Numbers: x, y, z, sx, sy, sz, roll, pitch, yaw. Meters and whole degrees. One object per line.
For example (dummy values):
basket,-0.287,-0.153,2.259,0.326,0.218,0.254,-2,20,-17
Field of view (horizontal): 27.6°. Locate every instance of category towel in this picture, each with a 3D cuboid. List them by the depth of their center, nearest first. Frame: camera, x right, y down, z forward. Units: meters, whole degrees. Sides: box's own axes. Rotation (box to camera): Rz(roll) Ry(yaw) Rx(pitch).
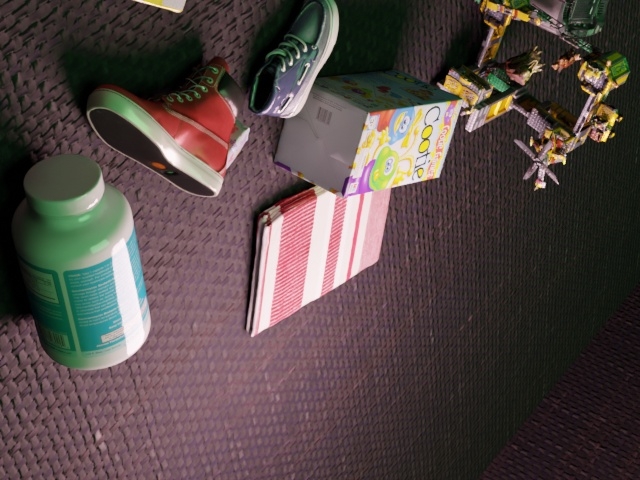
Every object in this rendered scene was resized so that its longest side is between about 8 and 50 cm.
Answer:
towel,0.000,0.000,2.165,0.329,0.037,0.237,-30,139,-42

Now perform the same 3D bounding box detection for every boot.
boot,-0.193,-0.183,1.679,0.244,0.088,0.176,35,65,-50
boot,-0.039,-0.261,1.851,0.086,0.069,0.190,-9,123,-58

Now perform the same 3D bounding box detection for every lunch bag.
lunch bag,-0.138,-0.131,1.818,0.071,0.053,0.083,-55,176,-14

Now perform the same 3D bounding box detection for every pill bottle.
pill bottle,-0.295,0.024,1.602,0.146,0.146,0.264,-40,144,-34

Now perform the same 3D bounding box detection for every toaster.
toaster,0.423,-0.444,2.353,0.227,0.146,0.129,-16,126,-53

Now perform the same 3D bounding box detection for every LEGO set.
LEGO set,0.342,-0.269,2.237,0.192,0.331,0.255,-30,158,-41

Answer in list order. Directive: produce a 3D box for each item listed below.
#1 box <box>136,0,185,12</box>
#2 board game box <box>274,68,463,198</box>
box,-0.215,-0.337,1.541,0.179,0.043,0.105,1,113,-60
board game box,0.079,-0.171,2.035,0.275,0.144,0.142,-15,126,-52
